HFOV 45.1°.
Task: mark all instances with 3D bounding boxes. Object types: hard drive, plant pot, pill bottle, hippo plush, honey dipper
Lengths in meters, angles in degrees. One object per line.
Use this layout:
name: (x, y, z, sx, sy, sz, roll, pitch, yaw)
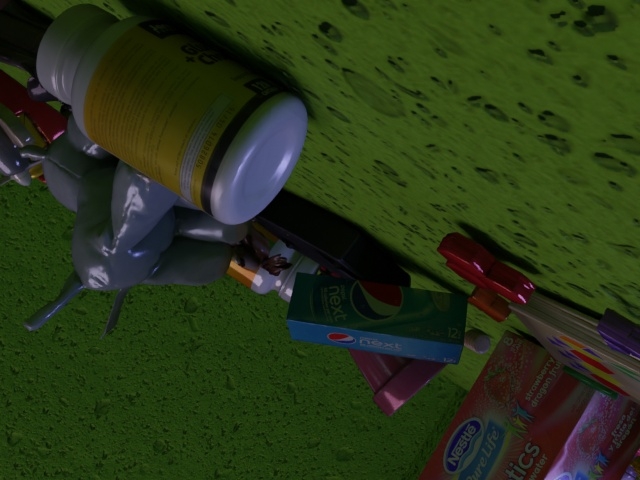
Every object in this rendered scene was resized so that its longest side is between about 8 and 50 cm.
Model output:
hard drive: (0.000, 0.000, 1.039, 0.255, 0.054, 0.172, 28, 172, 47)
plant pot: (0.150, 0.226, 1.566, 0.180, 0.201, 0.201, 47, 177, 12)
pill bottle: (-0.109, -0.097, 0.552, 0.184, 0.103, 0.103, 31, 174, 14)
pill bottle: (-0.125, 0.015, 1.453, 0.246, 0.136, 0.136, 32, 175, 6)
hippo plush: (-0.244, -0.056, 1.004, 0.234, 0.294, 0.236, 17, -151, -52)
honey dipper: (0.219, 0.145, 1.224, 0.030, 0.030, 0.161, 35, 177, -17)

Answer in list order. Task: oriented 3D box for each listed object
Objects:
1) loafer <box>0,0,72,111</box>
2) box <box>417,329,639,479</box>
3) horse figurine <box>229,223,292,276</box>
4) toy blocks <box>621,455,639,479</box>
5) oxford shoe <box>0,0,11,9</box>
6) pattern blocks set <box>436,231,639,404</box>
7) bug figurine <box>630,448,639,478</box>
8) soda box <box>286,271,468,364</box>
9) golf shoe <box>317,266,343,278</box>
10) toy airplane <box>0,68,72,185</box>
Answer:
loafer: (-0.324, -0.201, 0.887, 0.303, 0.095, 0.109, 32, 175, 4)
box: (0.231, 0.280, 0.908, 0.142, 0.300, 0.154, 35, 176, -36)
horse figurine: (-0.136, -0.027, 1.162, 0.263, 0.066, 0.174, 48, -179, 19)
toy blocks: (0.534, 0.481, 1.175, 0.289, 0.260, 0.309, 28, 173, 46)
oxford shoe: (-0.258, -0.204, 0.472, 0.097, 0.098, 0.271, 32, 175, 8)
pattern blocks set: (0.247, 0.100, 0.664, 0.285, 0.026, 0.325, 30, 174, 30)
bug figurine: (0.398, 0.269, 1.051, 0.279, 0.072, 0.216, 33, 169, 48)
soda box: (0.069, 0.095, 0.938, 0.210, 0.067, 0.071, 7, 153, 8)
golf shoe: (0.065, 0.123, 1.438, 0.105, 0.120, 0.273, 37, 172, -26)
toy airplane: (-0.620, -0.227, 1.424, 0.384, 0.272, 0.386, 33, 175, 5)
